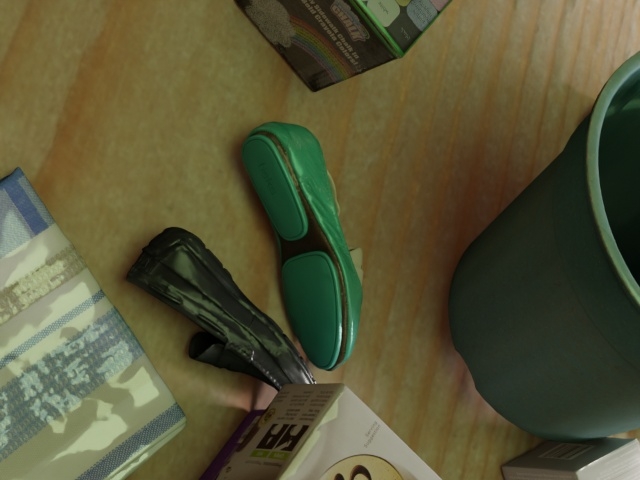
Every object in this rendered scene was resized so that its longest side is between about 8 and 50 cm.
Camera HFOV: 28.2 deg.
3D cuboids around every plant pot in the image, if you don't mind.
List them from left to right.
[{"bbox_3d":[0.308,0.034,1.232,0.341,0.334,0.341,10,65,-22],"label":"plant pot"}]

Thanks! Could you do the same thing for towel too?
[{"bbox_3d":[-0.259,0.107,1.092,0.209,0.034,0.285,-37,103,-29],"label":"towel"}]

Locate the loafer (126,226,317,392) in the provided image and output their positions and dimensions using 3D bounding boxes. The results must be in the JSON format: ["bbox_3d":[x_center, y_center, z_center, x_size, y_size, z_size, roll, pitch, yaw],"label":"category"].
[{"bbox_3d":[-0.088,0.085,1.177,0.078,0.076,0.223,-45,109,-12],"label":"loafer"}]

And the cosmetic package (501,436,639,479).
[{"bbox_3d":[0.290,0.333,1.334,0.107,0.127,0.238,-21,96,-32],"label":"cosmetic package"}]

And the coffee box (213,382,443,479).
[{"bbox_3d":[-0.035,0.287,1.083,0.168,0.119,0.297,46,64,-17],"label":"coffee box"}]

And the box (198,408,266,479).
[{"bbox_3d":[-0.069,0.330,1.162,0.201,0.057,0.293,46,64,-16],"label":"box"}]

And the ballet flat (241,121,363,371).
[{"bbox_3d":[0.000,0.000,1.233,0.087,0.083,0.247,-24,98,-45],"label":"ballet flat"}]

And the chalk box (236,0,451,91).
[{"bbox_3d":[0.043,-0.248,1.208,0.132,0.213,0.132,49,63,-17],"label":"chalk box"}]
